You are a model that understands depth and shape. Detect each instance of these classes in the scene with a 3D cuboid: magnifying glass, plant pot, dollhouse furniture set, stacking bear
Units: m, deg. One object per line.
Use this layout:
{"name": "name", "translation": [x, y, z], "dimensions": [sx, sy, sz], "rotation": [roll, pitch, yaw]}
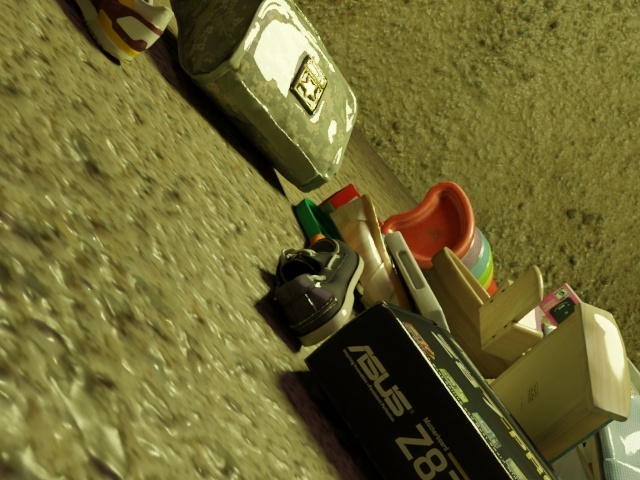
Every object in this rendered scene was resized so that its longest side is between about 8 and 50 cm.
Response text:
{"name": "magnifying glass", "translation": [0.000, 0.000, 1.241], "dimensions": [0.092, 0.026, 0.231], "rotation": [50, 8, -10]}
{"name": "plant pot", "translation": [0.225, 0.133, 1.531], "dimensions": [0.237, 0.110, 0.237], "rotation": [50, 9, -11]}
{"name": "dollhouse furniture set", "translation": [0.375, 0.188, 1.181], "dimensions": [0.304, 0.198, 0.286], "rotation": [21, 47, -17]}
{"name": "stacking bear", "translation": [0.258, 0.052, 1.892], "dimensions": [0.164, 0.175, 0.289], "rotation": [57, 3, 40]}

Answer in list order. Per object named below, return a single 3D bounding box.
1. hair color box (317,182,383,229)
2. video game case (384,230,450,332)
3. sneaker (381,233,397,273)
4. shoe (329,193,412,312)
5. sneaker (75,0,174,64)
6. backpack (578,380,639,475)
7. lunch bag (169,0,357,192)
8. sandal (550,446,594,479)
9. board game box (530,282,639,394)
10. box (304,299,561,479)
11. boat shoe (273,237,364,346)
{"name": "hair color box", "translation": [0.037, -0.034, 1.355], "dimensions": [0.072, 0.043, 0.141], "rotation": [53, -8, -4]}
{"name": "video game case", "translation": [0.146, 0.126, 1.239], "dimensions": [0.206, 0.026, 0.227], "rotation": [-110, 178, -62]}
{"name": "sneaker", "translation": [0.088, 0.037, 1.375], "dimensions": [0.078, 0.067, 0.188], "rotation": [47, 6, 9]}
{"name": "shoe", "translation": [0.067, 0.050, 1.227], "dimensions": [0.076, 0.058, 0.219], "rotation": [82, -8, -71]}
{"name": "sneaker", "translation": [-0.219, -0.270, 1.021], "dimensions": [0.185, 0.084, 0.069], "rotation": [55, 10, 17]}
{"name": "backpack", "translation": [0.416, 0.297, 1.584], "dimensions": [0.263, 0.213, 0.276], "rotation": [24, 31, -49]}
{"name": "lunch bag", "translation": [-0.070, -0.224, 1.324], "dimensions": [0.235, 0.169, 0.287], "rotation": [49, 17, -38]}
{"name": "sandal", "translation": [0.306, 0.331, 1.247], "dimensions": [0.076, 0.102, 0.265], "rotation": [39, 24, -58]}
{"name": "board game box", "translation": [0.474, 0.244, 1.949], "dimensions": [0.097, 0.224, 0.303], "rotation": [48, 9, -27]}
{"name": "box", "translation": [0.167, 0.245, 0.883], "dimensions": [0.395, 0.097, 0.318], "rotation": [54, 7, 17]}
{"name": "boat shoe", "translation": [-0.007, 0.029, 0.939], "dimensions": [0.065, 0.075, 0.206], "rotation": [53, 14, -14]}
